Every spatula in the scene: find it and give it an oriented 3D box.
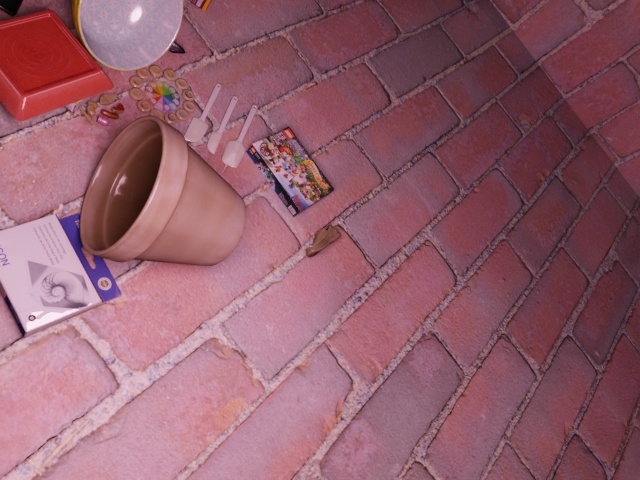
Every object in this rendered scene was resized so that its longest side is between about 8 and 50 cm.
[{"bbox_3d":[-0.268,-0.327,1.692,0.168,0.019,0.242,27,53,-14],"label":"spatula"}]

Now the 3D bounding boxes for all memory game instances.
[{"bbox_3d":[-0.423,-0.393,1.619,0.186,0.012,0.186,16,59,-28],"label":"memory game"}]

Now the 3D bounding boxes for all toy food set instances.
[{"bbox_3d":[-0.538,-0.321,1.500,0.078,0.019,0.122,53,42,-1],"label":"toy food set"}]

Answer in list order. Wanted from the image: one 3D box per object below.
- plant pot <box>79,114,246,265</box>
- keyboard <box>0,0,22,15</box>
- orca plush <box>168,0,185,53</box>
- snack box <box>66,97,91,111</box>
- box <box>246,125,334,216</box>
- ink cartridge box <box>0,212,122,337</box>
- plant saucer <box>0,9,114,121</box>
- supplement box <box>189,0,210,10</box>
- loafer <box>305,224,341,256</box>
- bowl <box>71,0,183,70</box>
[{"bbox_3d":[-0.333,-0.074,1.359,0.280,0.323,0.323,28,52,-42],"label":"plant pot"},{"bbox_3d":[-0.765,-0.654,1.480,0.100,0.038,0.192,33,66,-43],"label":"keyboard"},{"bbox_3d":[-0.414,-0.673,1.711,0.151,0.102,0.288,-10,94,0],"label":"orca plush"},{"bbox_3d":[-0.622,-0.391,1.462,0.141,0.037,0.100,39,50,-10],"label":"snack box"},{"bbox_3d":[-0.084,-0.201,1.733,0.159,0.044,0.233,-36,90,-40],"label":"box"},{"bbox_3d":[-0.561,0.058,1.270,0.224,0.045,0.223,-26,83,-41],"label":"ink cartridge box"},{"bbox_3d":[-0.659,-0.426,1.404,0.258,0.048,0.259,50,51,4],"label":"plant saucer"},{"bbox_3d":[-0.393,-0.787,1.781,0.188,0.104,0.081,29,52,-19],"label":"supplement box"},{"bbox_3d":[0.000,0.000,1.686,0.050,0.056,0.148,54,39,1],"label":"loafer"},{"bbox_3d":[-0.513,-0.598,1.529,0.289,0.290,0.156,-23,51,-40],"label":"bowl"}]
